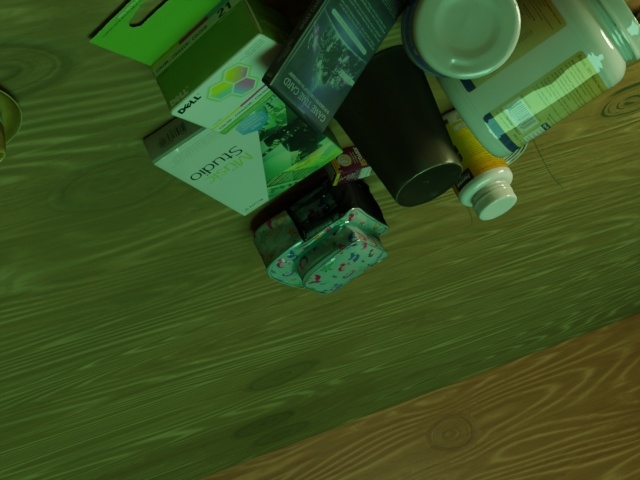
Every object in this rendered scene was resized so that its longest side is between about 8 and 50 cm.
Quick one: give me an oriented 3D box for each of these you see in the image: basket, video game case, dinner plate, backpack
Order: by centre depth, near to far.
[{"bbox_3d":[0.033,-0.308,1.453,0.274,0.026,0.196,-56,153,-1],"label":"video game case"},{"bbox_3d":[0.141,-0.187,1.711,0.154,0.227,0.204,-5,148,-39],"label":"basket"},{"bbox_3d":[0.000,0.000,2.018,0.253,0.191,0.225,-28,157,17],"label":"backpack"},{"bbox_3d":[0.374,-0.183,2.090,0.141,0.017,0.141,-21,155,-10],"label":"dinner plate"}]

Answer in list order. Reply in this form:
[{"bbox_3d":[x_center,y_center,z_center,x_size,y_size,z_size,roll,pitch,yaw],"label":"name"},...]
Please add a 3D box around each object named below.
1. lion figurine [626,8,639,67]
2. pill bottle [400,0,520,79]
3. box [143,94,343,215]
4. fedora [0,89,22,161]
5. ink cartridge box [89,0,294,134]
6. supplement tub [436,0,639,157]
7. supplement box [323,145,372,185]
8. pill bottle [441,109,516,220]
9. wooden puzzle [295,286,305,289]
[{"bbox_3d":[0.580,-0.370,1.931,0.392,0.142,0.240,-17,166,14],"label":"lion figurine"},{"bbox_3d":[0.201,-0.321,1.480,0.152,0.152,0.272,-28,-171,5],"label":"pill bottle"},{"bbox_3d":[-0.124,-0.163,1.705,0.232,0.058,0.322,-32,156,14],"label":"box"},{"bbox_3d":[-0.502,-0.135,1.356,0.194,0.079,0.194,-22,156,-10],"label":"fedora"},{"bbox_3d":[-0.167,-0.268,1.398,0.189,0.097,0.255,-37,155,22],"label":"ink cartridge box"},{"bbox_3d":[0.374,-0.315,1.680,0.316,0.228,0.228,-34,155,17],"label":"supplement tub"},{"bbox_3d":[0.054,-0.147,1.915,0.083,0.055,0.043,-17,155,-21],"label":"supplement box"},{"bbox_3d":[0.305,-0.150,1.962,0.117,0.215,0.117,-22,155,-10],"label":"pill bottle"},{"bbox_3d":[-0.028,0.095,2.377,0.078,0.014,0.116,-39,153,26],"label":"wooden puzzle"}]
